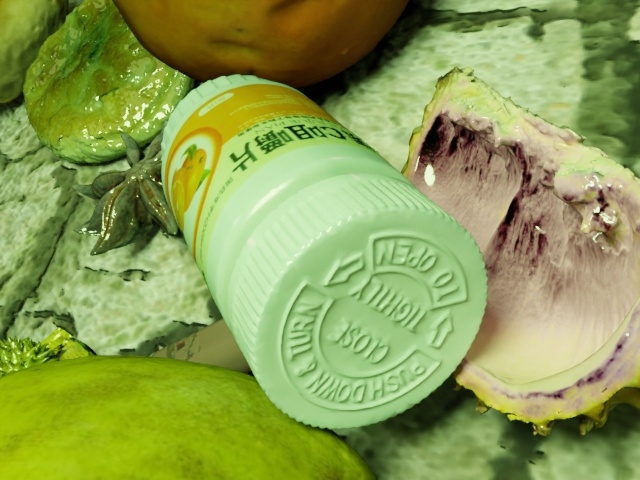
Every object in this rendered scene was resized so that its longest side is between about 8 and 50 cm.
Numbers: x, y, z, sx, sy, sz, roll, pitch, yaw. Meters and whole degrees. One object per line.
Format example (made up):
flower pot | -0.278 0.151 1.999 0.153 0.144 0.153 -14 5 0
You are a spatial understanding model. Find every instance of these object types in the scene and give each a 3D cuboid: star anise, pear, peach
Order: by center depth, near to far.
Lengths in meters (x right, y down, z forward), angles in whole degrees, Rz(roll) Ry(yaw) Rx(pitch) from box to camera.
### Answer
pear | -0.109 0.211 0.474 0.375 0.287 0.287 -7 58 8
peach | -0.056 -0.313 0.720 0.342 0.302 0.343 0 72 -1
star anise | -0.181 -0.049 0.797 0.204 0.061 0.181 -20 42 16

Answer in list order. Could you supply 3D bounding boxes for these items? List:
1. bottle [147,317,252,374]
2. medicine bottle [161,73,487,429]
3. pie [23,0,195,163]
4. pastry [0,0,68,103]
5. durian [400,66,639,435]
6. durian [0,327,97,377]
bottle | -0.100 0.104 0.662 0.140 0.053 0.053 -27 52 18
medicine bottle | -0.024 -0.019 0.571 0.158 0.158 0.318 -45 34 3
pie | -0.263 -0.216 0.941 0.277 0.078 0.277 -17 56 27
pastry | -0.448 -0.285 1.046 0.237 0.170 0.256 -43 25 63
durian | 0.149 0.008 0.526 0.341 0.112 0.191 51 126 54
durian | -0.313 0.170 0.699 0.198 0.146 0.159 -25 55 23
